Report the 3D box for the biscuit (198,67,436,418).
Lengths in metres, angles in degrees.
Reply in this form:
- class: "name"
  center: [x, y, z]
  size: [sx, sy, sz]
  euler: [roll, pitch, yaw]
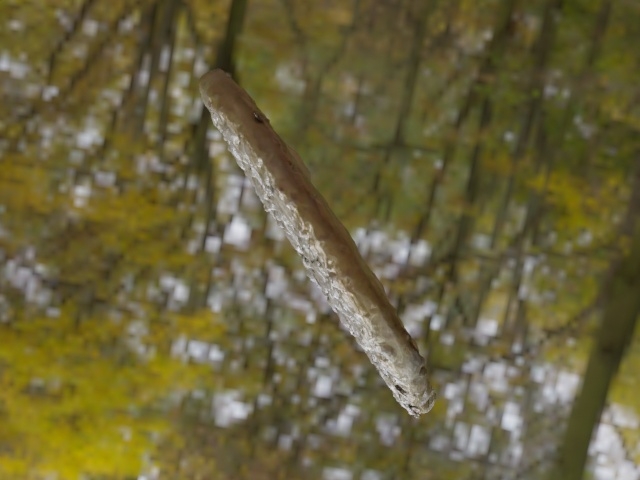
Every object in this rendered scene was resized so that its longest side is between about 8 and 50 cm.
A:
- class: "biscuit"
  center: [0.000, 0.000, 0.699]
  size: [0.020, 0.152, 0.152]
  euler: [-34, -157, -3]
